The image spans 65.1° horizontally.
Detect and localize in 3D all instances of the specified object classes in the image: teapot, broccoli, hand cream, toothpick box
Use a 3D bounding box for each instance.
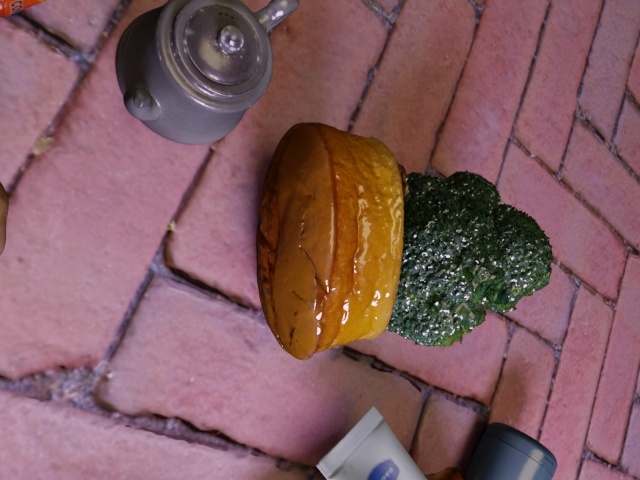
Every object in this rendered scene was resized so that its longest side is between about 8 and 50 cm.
[{"bbox_3d":[-0.115,-0.204,0.544,0.239,0.149,0.162,-43,110,-25],"label":"teapot"},{"bbox_3d":[0.180,0.032,0.703,0.269,0.269,0.254,27,80,-30],"label":"broccoli"},{"bbox_3d":[0.128,0.365,0.609,0.109,0.067,0.320,-34,83,-35],"label":"hand cream"},{"bbox_3d":[0.295,0.408,0.820,0.120,0.120,0.184,44,69,-25],"label":"toothpick box"}]

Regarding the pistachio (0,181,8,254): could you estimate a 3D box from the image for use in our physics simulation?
[{"bbox_3d":[-0.356,-0.041,0.391,0.206,0.130,0.131,26,44,-33],"label":"pistachio"}]

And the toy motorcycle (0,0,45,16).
[{"bbox_3d":[-0.389,-0.210,0.401,0.298,0.089,0.171,-42,112,-27],"label":"toy motorcycle"}]

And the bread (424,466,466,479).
[{"bbox_3d":[0.096,0.511,0.639,0.333,0.143,0.323,-13,79,-33],"label":"bread"}]

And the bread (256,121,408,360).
[{"bbox_3d":[0.000,0.000,0.583,0.143,0.195,0.269,-2,99,-24],"label":"bread"}]
